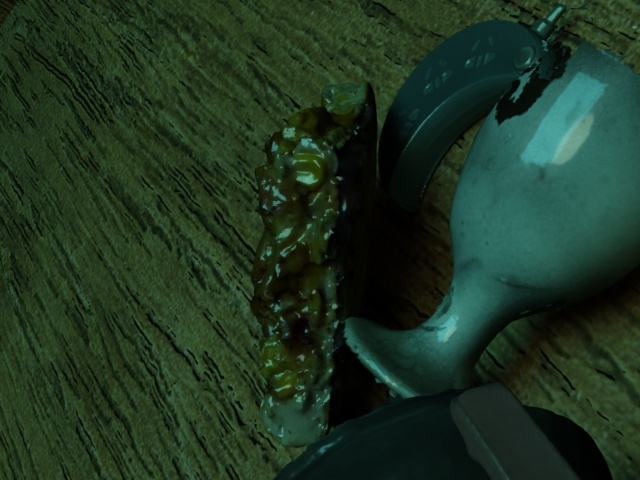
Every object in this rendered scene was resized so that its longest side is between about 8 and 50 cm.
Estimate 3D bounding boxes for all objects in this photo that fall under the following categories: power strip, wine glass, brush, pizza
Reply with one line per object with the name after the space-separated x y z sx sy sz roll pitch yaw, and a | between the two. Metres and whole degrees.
0.160 -0.150 1.218 0.253 0.054 0.168 -38 42 30 | power strip
0.178 -0.006 0.985 0.357 0.190 0.190 -56 35 11 | wine glass
0.028 0.178 1.133 0.034 0.027 0.190 -58 20 0 | brush
0.000 0.000 1.152 0.114 0.278 0.409 1 68 10 | pizza

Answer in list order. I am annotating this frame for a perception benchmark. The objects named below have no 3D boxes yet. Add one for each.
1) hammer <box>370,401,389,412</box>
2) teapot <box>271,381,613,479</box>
0.067 0.156 1.104 0.110 0.019 0.036 115 165 -60 | hammer
0.123 0.276 0.735 0.362 0.305 0.376 -125 27 -43 | teapot
